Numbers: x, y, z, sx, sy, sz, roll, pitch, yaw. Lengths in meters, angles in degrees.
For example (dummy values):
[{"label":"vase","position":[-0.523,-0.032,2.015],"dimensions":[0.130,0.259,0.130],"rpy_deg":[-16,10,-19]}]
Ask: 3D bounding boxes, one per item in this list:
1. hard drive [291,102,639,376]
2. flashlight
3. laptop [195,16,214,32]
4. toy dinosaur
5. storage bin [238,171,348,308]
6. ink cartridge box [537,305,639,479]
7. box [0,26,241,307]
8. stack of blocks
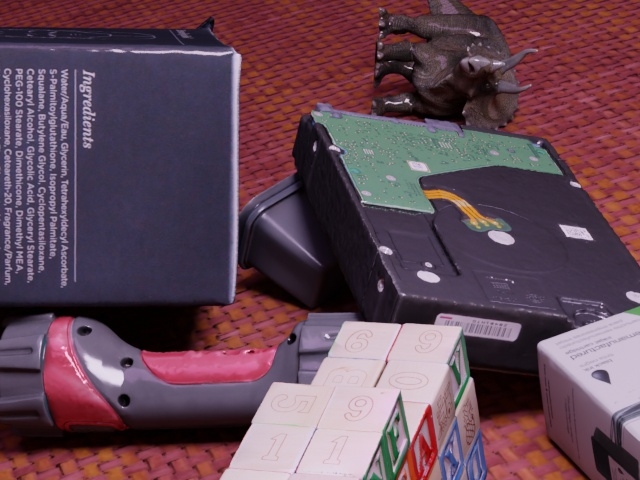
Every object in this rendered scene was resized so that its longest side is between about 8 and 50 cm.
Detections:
[{"label":"hard drive","position":[0.123,-0.002,1.524],"dimensions":[0.237,0.064,0.339],"rpy_deg":[8,27,-18]},{"label":"flashlight","position":[-0.100,0.098,1.468],"dimensions":[0.304,0.103,0.103],"rpy_deg":[-5,31,13]},{"label":"laptop","position":[-0.257,-0.119,1.912],"dimensions":[0.136,0.264,0.234],"rpy_deg":[35,38,4]},{"label":"toy dinosaur","position":[0.136,-0.187,1.975],"dimensions":[0.160,0.121,0.313],"rpy_deg":[5,23,2]},{"label":"storage bin","position":[0.000,0.000,1.656],"dimensions":[0.135,0.098,0.091],"rpy_deg":[-30,61,-36]},{"label":"ink cartridge box","position":[0.264,0.126,1.303],"dimensions":[0.153,0.087,0.208],"rpy_deg":[-18,28,-15]},{"label":"box","position":[-0.275,-0.071,1.586],"dimensions":[0.395,0.212,0.293],"rpy_deg":[0,9,-7]},{"label":"stack of blocks","position":[0.017,0.171,1.177],"dimensions":[0.087,0.171,0.297],"rpy_deg":[2,33,21]}]
